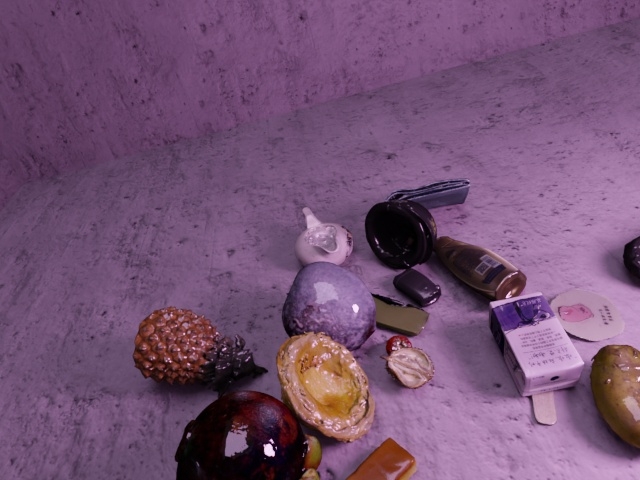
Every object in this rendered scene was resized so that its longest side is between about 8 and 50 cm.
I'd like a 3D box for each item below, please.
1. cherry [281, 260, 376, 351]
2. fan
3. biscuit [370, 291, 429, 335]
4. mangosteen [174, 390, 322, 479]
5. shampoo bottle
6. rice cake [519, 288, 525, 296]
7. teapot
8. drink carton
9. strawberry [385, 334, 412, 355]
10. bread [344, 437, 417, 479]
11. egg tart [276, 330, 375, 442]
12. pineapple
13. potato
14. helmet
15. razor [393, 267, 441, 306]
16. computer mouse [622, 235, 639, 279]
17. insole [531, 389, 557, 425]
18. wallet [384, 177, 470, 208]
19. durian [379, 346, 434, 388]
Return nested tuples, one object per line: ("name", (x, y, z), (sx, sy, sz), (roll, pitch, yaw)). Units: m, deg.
("cherry", (0.017, 0.192, 1.388), (0.296, 0.218, 0.254), (17, 66, 23))
("fan", (0.626, 0.190, 1.291), (0.311, 0.010, 0.182), (-1, 39, 8))
("biscuit", (0.170, 0.209, 1.461), (0.323, 0.038, 0.099), (13, 47, 35))
("mangosteen", (-0.148, 0.466, 1.021), (0.312, 0.311, 0.311), (-11, 35, 8))
("shampoo bottle", (0.457, 0.072, 1.474), (0.125, 0.084, 0.350), (-46, 29, 0))
("rice cake", (0.540, 0.187, 1.344), (0.047, 0.036, 0.206), (-7, 34, 30))
("teapot", (0.000, 0.000, 1.730), (0.208, 0.165, 0.299), (-33, 46, -4))
("drink carton", (0.509, 0.246, 1.177), (0.134, 0.101, 0.222), (-11, 41, 1))
("strawberry", (0.208, 0.288, 1.321), (0.073, 0.073, 0.083), (-25, -1, -13))
("bread", (0.100, 0.525, 1.033), (0.226, 0.049, 0.088), (-34, 38, -23))
("egg tart", (0.005, 0.360, 1.187), (0.118, 0.288, 0.288), (-52, 21, 29))
("pineapple", (-0.329, 0.326, 1.377), (0.358, 0.222, 0.223), (16, 43, 13))
("potato", (0.658, 0.330, 1.034), (0.150, 0.113, 0.251), (-2, 45, 7))
("helmet", (0.284, -0.035, 1.593), (0.160, 0.230, 0.279), (-26, 13, -39))
("razor", (0.294, 0.141, 1.491), (0.090, 0.054, 0.148), (-31, 36, -15))
("computer mouse", (0.984, 0.028, 1.320), (0.324, 0.116, 0.183), (-24, 36, 1))
("insole", (0.520, 0.347, 1.149), (0.063, 0.010, 0.192), (-2, 36, 19))
("wallet", (0.376, -0.149, 1.747), (0.291, 0.054, 0.251), (-11, -9, 8))
("durian", (0.216, 0.327, 1.245), (0.140, 0.071, 0.110), (16, 49, 16))
